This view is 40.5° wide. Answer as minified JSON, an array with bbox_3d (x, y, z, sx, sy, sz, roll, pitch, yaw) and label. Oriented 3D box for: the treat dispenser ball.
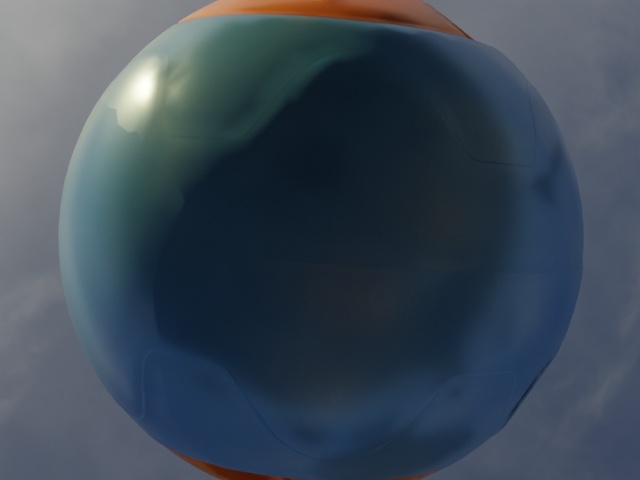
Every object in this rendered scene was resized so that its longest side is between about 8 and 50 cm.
[{"bbox_3d":[0.000,0.000,0.498,0.288,0.288,0.288,-2,-110,5],"label":"treat dispenser ball"}]
